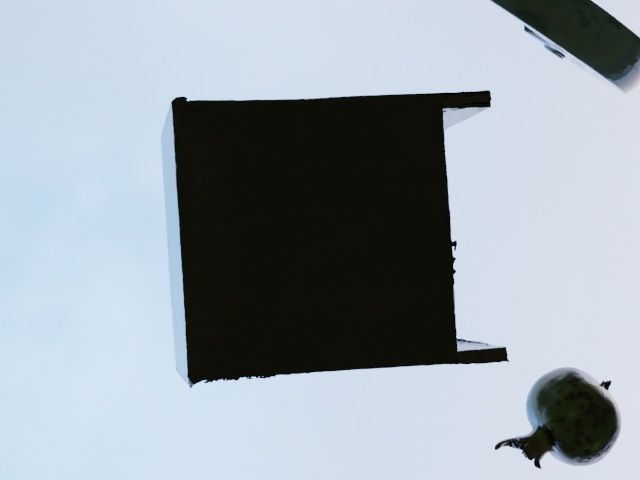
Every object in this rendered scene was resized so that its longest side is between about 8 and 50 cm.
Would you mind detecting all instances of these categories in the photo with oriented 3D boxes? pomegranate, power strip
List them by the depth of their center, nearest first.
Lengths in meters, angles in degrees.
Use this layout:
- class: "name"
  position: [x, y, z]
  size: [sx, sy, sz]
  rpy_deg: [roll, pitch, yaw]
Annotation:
- class: "power strip"
  position: [0.245, -0.202, 1.110]
  size: [0.167, 0.253, 0.054]
  rpy_deg: [41, -76, 21]
- class: "pomegranate"
  position: [0.284, 0.220, 1.367]
  size: [0.161, 0.122, 0.122]
  rpy_deg: [-31, -90, -10]

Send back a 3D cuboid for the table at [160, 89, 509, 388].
- class: "table"
  position: [0.000, 0.000, 0.751]
  size: [0.193, 0.172, 0.169]
  rpy_deg: [-4, -92, -10]
